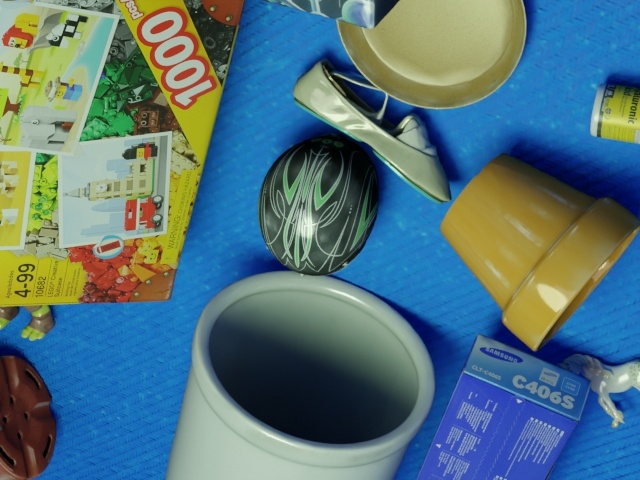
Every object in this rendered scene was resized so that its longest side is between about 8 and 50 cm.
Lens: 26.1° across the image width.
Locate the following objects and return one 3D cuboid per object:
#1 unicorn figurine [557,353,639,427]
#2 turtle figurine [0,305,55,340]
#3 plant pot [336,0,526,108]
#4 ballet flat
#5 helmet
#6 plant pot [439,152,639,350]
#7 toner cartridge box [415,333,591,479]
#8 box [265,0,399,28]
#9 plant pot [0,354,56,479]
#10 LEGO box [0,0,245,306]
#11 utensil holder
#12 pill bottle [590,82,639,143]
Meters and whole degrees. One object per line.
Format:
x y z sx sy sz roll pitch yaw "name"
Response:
0.393 0.193 1.844 0.162 0.060 0.111 -20 98 16 "unicorn figurine"
-0.479 0.042 2.082 0.269 0.087 0.217 7 132 8 "turtle figurine"
0.134 -0.271 1.658 0.236 0.032 0.236 10 125 15 "plant pot"
0.079 -0.144 1.740 0.248 0.086 0.086 35 128 -1 "ballet flat"
-0.004 -0.043 1.781 0.169 0.161 0.169 11 125 16 "helmet"
0.257 -0.001 1.694 0.188 0.205 0.205 40 129 13 "plant pot"
0.240 0.286 1.911 0.165 0.075 0.348 22 139 6 "toner cartridge box"
-0.073 -0.433 1.425 0.395 0.212 0.293 18 134 21 "box"
-0.588 0.308 2.206 0.265 0.272 0.272 -16 114 22 "plant pot"
-0.337 -0.163 1.710 0.372 0.193 0.500 -1 131 -23 "LEGO box"
-0.051 0.292 1.922 0.327 0.327 0.385 24 128 6 "utensil holder"
0.380 -0.145 1.618 0.116 0.065 0.065 11 125 15 "pill bottle"
